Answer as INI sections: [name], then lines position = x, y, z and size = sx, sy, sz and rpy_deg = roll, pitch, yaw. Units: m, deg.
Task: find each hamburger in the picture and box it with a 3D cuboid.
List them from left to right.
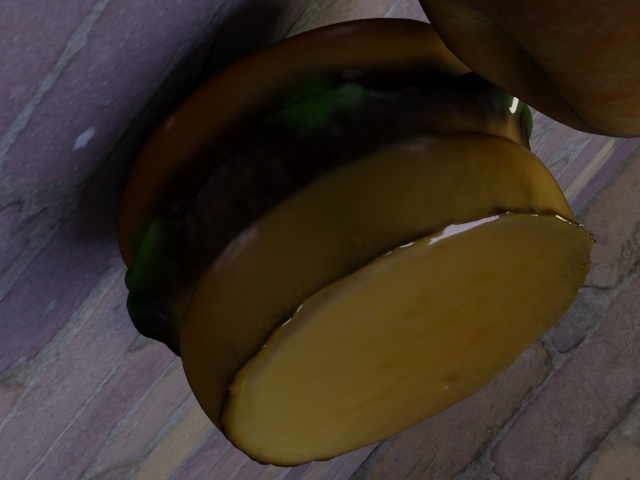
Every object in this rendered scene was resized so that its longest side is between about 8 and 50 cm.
[hamburger]
position = 0.027, -0.013, 1.440
size = 0.395, 0.277, 0.396
rpy_deg = -23, 153, -13

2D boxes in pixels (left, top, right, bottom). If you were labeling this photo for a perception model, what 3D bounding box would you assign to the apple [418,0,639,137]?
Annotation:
[apple]
position = 0.241, -0.263, 1.242
size = 0.346, 0.391, 0.391
rpy_deg = -58, 167, -3
